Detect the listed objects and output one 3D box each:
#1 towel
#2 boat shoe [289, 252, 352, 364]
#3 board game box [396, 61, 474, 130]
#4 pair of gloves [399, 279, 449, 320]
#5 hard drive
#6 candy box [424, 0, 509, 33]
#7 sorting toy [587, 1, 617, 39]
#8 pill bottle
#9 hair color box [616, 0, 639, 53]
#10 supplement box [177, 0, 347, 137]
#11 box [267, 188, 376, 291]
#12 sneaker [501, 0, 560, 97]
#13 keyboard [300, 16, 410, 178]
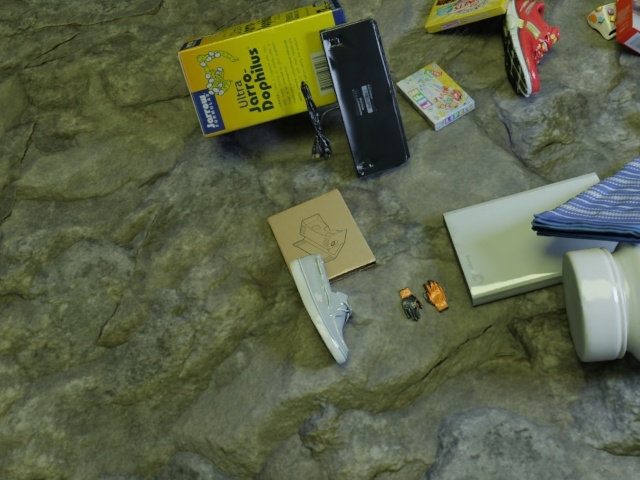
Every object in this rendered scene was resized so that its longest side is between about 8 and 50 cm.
[{"bbox_3d":[0.561,-0.081,1.450,0.336,0.040,0.243,-28,20,-30],"label":"towel"},{"bbox_3d":[0.014,0.120,1.544,0.081,0.079,0.227,-24,63,-2],"label":"boat shoe"},{"bbox_3d":[0.253,-0.319,1.820,0.103,0.026,0.154,-31,56,-8],"label":"board game box"},{"bbox_3d":[0.194,0.112,1.561,0.083,0.010,0.074,-21,56,0],"label":"pair of gloves"},{"bbox_3d":[0.410,-0.006,1.572,0.308,0.040,0.203,-15,55,2],"label":"hard drive"},{"bbox_3d":[0.343,-0.541,1.894,0.206,0.027,0.105,-5,54,42],"label":"candy box"},{"bbox_3d":[0.650,-0.486,1.837,0.083,0.045,0.075,-17,74,2],"label":"sorting toy"},{"bbox_3d":[0.614,0.086,1.354,0.392,0.224,0.224,-7,56,8],"label":"pill bottle"},{"bbox_3d":[0.694,-0.488,1.789,0.093,0.053,0.167,23,57,-17],"label":"hair color box"},{"bbox_3d":[-0.104,-0.379,1.798,0.357,0.195,0.194,-15,22,3],"label":"supplement box"},{"bbox_3d":[0.000,0.000,1.673,0.164,0.021,0.201,-23,55,-3],"label":"box"},{"bbox_3d":[0.465,-0.433,1.803,0.118,0.107,0.279,-1,57,6],"label":"sneaker"},{"bbox_3d":[0.057,-0.282,1.704,0.202,0.317,0.033,-16,14,-3],"label":"keyboard"}]
